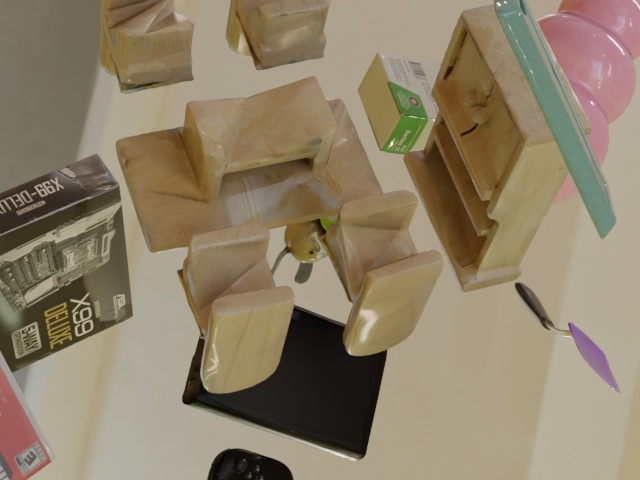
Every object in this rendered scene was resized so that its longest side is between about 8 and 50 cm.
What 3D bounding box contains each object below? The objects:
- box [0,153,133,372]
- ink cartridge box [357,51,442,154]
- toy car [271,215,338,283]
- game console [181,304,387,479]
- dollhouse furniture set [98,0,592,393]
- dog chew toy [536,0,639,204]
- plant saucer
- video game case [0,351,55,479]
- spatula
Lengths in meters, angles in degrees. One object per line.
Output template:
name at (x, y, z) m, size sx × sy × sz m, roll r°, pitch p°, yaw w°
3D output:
box at (-0.398, 0.044, 2.032) m, size 0.076 × 0.242 × 0.307 m, roll 51°, pitch -26°, yaw 32°
ink cartridge box at (0.182, -0.207, 2.263) m, size 0.087 × 0.208 × 0.153 m, roll -61°, pitch -146°, yaw 39°
toy car at (0.000, 0.000, 2.227) m, size 0.188 × 0.155 × 0.149 m, roll -49°, pitch -124°, yaw 17°
game console at (-0.055, 0.242, 1.453) m, size 0.044 × 0.213 × 0.361 m, roll -13°, pitch -120°, yaw 57°
dollhouse furniture set at (0.013, -0.058, 1.339) m, size 0.256 × 0.394 × 0.362 m, roll 106°, pitch -33°, yaw -56°
dog chew toy at (0.331, -0.211, 1.927) m, size 0.332 × 0.206 × 0.206 m, roll -55°, pitch -156°, yaw -11°
plant saucer at (0.164, -0.093, 0.984) m, size 0.018 × 0.192 × 0.067 m, roll -21°, pitch -152°, yaw 16°
video game case at (-0.441, 0.226, 1.544) m, size 0.025 × 0.285 × 0.204 m, roll -13°, pitch -73°, yaw 47°
spatula at (0.322, 0.116, 1.917) m, size 0.030 × 0.084 × 0.296 m, roll -48°, pitch -155°, yaw 3°
